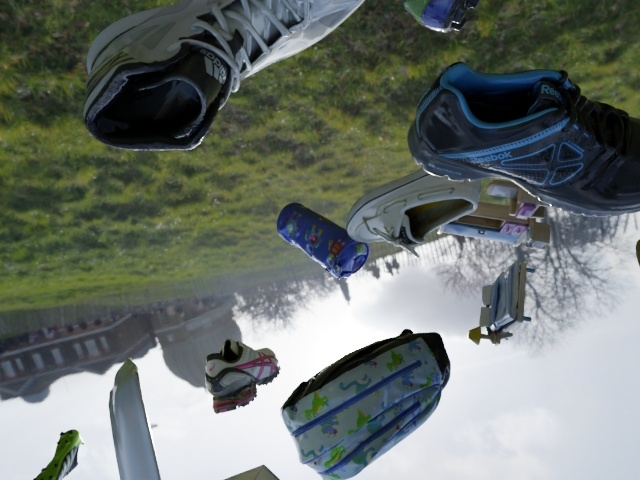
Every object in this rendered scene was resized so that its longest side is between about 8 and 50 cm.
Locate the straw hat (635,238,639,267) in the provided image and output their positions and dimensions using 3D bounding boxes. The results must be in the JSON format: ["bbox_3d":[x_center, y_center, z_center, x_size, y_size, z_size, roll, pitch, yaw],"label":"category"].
[{"bbox_3d":[0.361,0.039,0.428,0.144,0.144,0.061,-25,168,-45],"label":"straw hat"}]

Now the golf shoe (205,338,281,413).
[{"bbox_3d":[-0.109,0.179,0.694,0.067,0.086,0.186,-17,178,11],"label":"golf shoe"}]

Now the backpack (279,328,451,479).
[{"bbox_3d":[0.087,0.352,1.028,0.355,0.273,0.290,5,150,-39],"label":"backpack"}]

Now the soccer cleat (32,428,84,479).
[{"bbox_3d":[-0.593,0.520,1.075,0.060,0.072,0.179,-8,-145,12],"label":"soccer cleat"}]

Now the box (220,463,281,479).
[{"bbox_3d":[-0.169,0.527,0.910,0.275,0.094,0.113,-41,-175,44],"label":"box"}]

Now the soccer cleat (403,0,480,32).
[{"bbox_3d":[0.232,-0.471,0.729,0.121,0.289,0.093,32,-168,11],"label":"soccer cleat"}]

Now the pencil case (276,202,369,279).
[{"bbox_3d":[0.000,0.000,1.324,0.119,0.133,0.306,8,-162,-44],"label":"pencil case"}]

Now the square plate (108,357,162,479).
[{"bbox_3d":[-0.270,0.360,0.711,0.049,0.344,0.347,-10,174,-25],"label":"square plate"}]

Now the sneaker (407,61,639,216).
[{"bbox_3d":[0.278,-0.117,0.548,0.340,0.125,0.140,8,159,4],"label":"sneaker"}]

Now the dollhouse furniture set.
[{"bbox_3d":[0.355,0.059,1.033,0.198,0.303,0.286,9,162,10],"label":"dollhouse furniture set"}]

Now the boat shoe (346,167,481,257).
[{"bbox_3d":[0.188,-0.037,1.024,0.136,0.156,0.367,30,144,-32],"label":"boat shoe"}]

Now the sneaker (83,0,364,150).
[{"bbox_3d":[-0.088,-0.236,0.577,0.447,0.169,0.257,-27,-137,7],"label":"sneaker"}]
